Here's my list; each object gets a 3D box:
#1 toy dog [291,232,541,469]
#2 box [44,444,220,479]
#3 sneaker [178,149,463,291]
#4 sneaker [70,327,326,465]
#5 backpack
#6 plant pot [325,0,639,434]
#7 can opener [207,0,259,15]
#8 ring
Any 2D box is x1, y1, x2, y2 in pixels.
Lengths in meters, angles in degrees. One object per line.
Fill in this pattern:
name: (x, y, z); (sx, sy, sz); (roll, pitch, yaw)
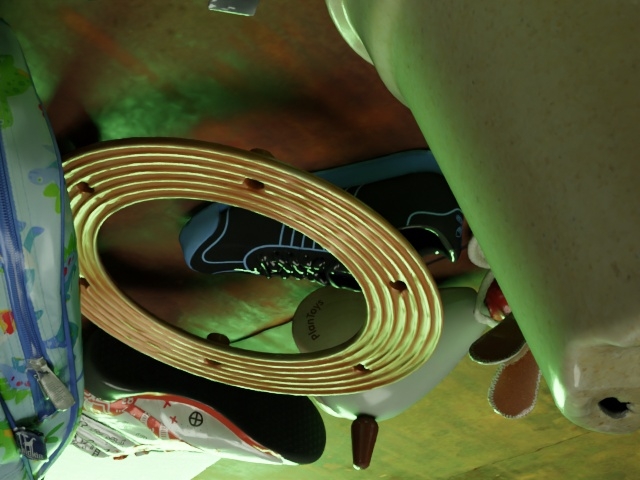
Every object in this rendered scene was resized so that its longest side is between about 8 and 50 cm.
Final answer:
toy dog: (0.127, 0.115, 1.185); (0.333, 0.161, 0.220); (-24, 149, 23)
box: (-0.244, 0.232, 1.375); (0.231, 0.056, 0.183); (12, 145, -35)
sneaker: (0.000, 0.000, 1.006); (0.232, 0.090, 0.081); (-16, 151, 9)
sneaker: (-0.138, 0.174, 1.245); (0.270, 0.090, 0.145); (23, 140, -25)
backpack: (-0.266, 0.018, 0.793); (0.273, 0.290, 0.355); (-20, 144, -1)
plant pot: (0.193, -0.070, 0.706); (0.333, 0.305, 0.334); (-11, 152, -6)
can opener: (-0.133, -0.184, 0.677); (0.283, 0.076, 0.095); (6, 115, -28)
ring: (-0.067, 0.025, 0.981); (0.336, 0.032, 0.337); (11, 146, 7)
